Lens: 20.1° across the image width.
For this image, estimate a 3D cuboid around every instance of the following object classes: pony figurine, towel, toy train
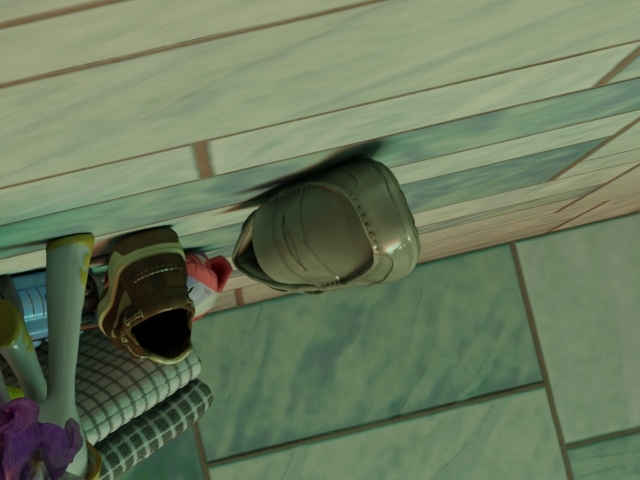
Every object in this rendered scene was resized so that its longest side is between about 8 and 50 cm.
[{"bbox_3d":[-0.250,0.183,1.452,0.303,0.363,0.351,-14,176,19],"label":"pony figurine"},{"bbox_3d":[-0.293,0.187,2.042,0.235,0.121,0.284,-34,-149,-33],"label":"towel"},{"bbox_3d":[-0.299,0.072,1.818,0.184,0.080,0.105,-11,169,-30],"label":"toy train"}]

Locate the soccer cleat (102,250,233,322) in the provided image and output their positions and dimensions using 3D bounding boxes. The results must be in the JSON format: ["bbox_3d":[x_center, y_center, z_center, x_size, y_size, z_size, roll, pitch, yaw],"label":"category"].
[{"bbox_3d":[-0.164,0.043,1.972,0.095,0.083,0.248,-45,166,4],"label":"soccer cleat"}]

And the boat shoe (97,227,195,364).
[{"bbox_3d":[-0.166,0.081,1.761,0.095,0.095,0.257,-18,160,-9],"label":"boat shoe"}]

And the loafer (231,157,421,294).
[{"bbox_3d":[0.000,0.000,1.550,0.111,0.112,0.319,-21,179,-15],"label":"loafer"}]

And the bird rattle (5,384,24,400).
[{"bbox_3d":[-0.394,0.175,1.825,0.254,0.143,0.207,21,-172,29],"label":"bird rattle"}]
